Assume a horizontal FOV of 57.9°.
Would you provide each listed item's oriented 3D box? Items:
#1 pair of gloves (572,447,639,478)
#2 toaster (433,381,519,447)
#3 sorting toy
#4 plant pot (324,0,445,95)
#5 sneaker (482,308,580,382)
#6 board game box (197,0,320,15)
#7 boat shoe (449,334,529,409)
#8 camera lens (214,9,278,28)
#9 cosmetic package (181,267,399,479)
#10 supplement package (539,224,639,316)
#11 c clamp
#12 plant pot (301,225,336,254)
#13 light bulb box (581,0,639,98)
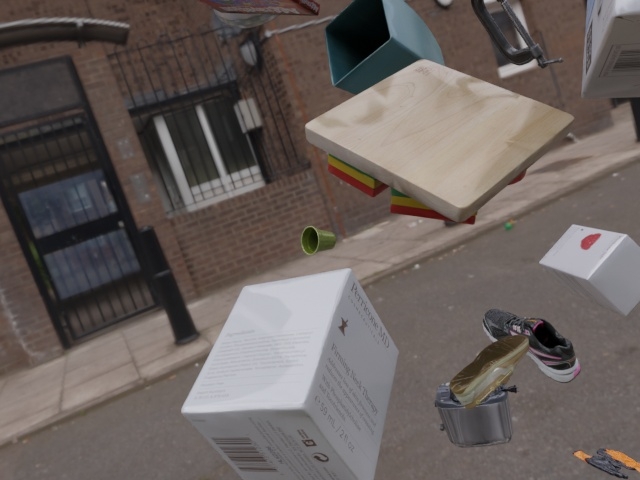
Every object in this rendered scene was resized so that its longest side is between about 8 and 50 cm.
[{"bbox_3d":[0.392,0.297,0.775,0.083,0.010,0.074,6,5,-31],"label":"pair of gloves"},{"bbox_3d":[0.427,0.463,1.561,0.227,0.146,0.129,-12,13,15],"label":"toaster"},{"bbox_3d":[0.158,-0.126,0.793,0.257,0.089,0.255,-35,52,-30],"label":"sorting toy"},{"bbox_3d":[0.155,-0.395,1.247,0.234,0.165,0.166,17,-34,-40],"label":"plant pot"},{"bbox_3d":[0.348,0.152,0.955,0.072,0.077,0.178,-35,39,-23],"label":"sneaker"},{"bbox_3d":[-0.155,-0.517,1.235,0.281,0.027,0.145,16,10,32],"label":"board game box"},{"bbox_3d":[0.240,0.182,0.806,0.135,0.045,0.050,-32,14,-14],"label":"boat shoe"},{"bbox_3d":[-0.194,-0.674,1.390,0.219,0.219,0.274,-18,-37,7],"label":"camera lens"},{"bbox_3d":[-0.048,0.331,1.375,0.327,0.329,0.393,-12,36,29],"label":"cosmetic package"},{"bbox_3d":[0.849,0.081,1.771,0.177,0.175,0.293,-49,9,1],"label":"supplement package"},{"bbox_3d":[0.288,-0.321,0.868,0.022,0.160,0.137,-39,6,0],"label":"c clamp"},{"bbox_3d":[0.000,0.000,1.668,0.079,0.083,0.083,-1,-6,-39],"label":"plant pot"},{"bbox_3d":[0.489,-0.411,0.761,0.225,0.361,0.358,3,-2,19],"label":"light bulb box"}]
